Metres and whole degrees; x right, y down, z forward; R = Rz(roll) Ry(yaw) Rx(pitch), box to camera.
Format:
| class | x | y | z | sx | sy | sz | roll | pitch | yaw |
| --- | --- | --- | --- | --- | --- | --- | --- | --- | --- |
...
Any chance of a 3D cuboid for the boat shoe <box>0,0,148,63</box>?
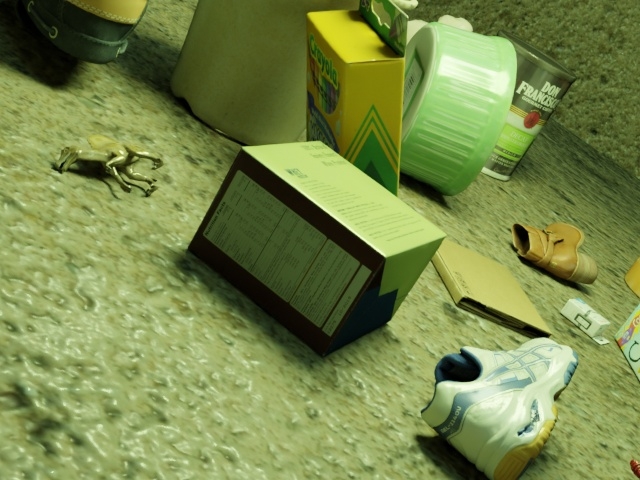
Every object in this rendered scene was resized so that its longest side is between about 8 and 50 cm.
| class | x | y | z | sx | sy | sz | roll | pitch | yaw |
| --- | --- | --- | --- | --- | --- | --- | --- | --- | --- |
| boat shoe | -0.373 | -0.365 | 1.516 | 0.186 | 0.156 | 0.500 | 14 | 14 | -29 |

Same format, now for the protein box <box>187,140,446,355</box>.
| class | x | y | z | sx | sy | sz | roll | pitch | yaw |
| --- | --- | --- | --- | --- | --- | --- | --- | --- | --- |
| protein box | 0.000 | 0.000 | 1.183 | 0.201 | 0.136 | 0.200 | 38 | 21 | 16 |

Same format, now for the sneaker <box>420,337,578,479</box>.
| class | x | y | z | sx | sy | sz | roll | pitch | yaw |
| --- | --- | --- | --- | --- | --- | --- | --- | --- | --- |
| sneaker | 0.197 | 0.152 | 1.144 | 0.131 | 0.112 | 0.296 | 34 | 19 | 9 |

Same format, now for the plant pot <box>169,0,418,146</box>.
| class | x | y | z | sx | sy | sz | roll | pitch | yaw |
| --- | --- | --- | --- | --- | --- | --- | --- | --- | --- |
| plant pot | -0.071 | -0.320 | 1.607 | 0.334 | 0.305 | 0.334 | 28 | 20 | -11 |

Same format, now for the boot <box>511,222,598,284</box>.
| class | x | y | z | sx | sy | sz | roll | pitch | yaw |
| --- | --- | --- | --- | --- | --- | --- | --- | --- | --- |
| boot | 0.411 | 0.000 | 1.902 | 0.152 | 0.073 | 0.197 | 20 | 19 | -19 |

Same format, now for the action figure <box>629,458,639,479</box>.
| class | x | y | z | sx | sy | sz | roll | pitch | yaw |
| --- | --- | --- | --- | --- | --- | --- | --- | --- | --- |
| action figure | 0.398 | 0.266 | 1.186 | 0.280 | 0.091 | 0.139 | 8 | 39 | -49 |

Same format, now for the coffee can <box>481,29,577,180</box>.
| class | x | y | z | sx | sy | sz | roll | pitch | yaw |
| --- | --- | --- | --- | --- | --- | --- | --- | --- | --- |
| coffee can | 0.413 | -0.301 | 2.329 | 0.201 | 0.275 | 0.201 | 27 | 20 | -11 |

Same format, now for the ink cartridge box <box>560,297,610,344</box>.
| class | x | y | z | sx | sy | sz | roll | pitch | yaw |
| --- | --- | --- | --- | --- | --- | --- | --- | --- | --- |
| ink cartridge box | 0.434 | 0.130 | 1.675 | 0.083 | 0.028 | 0.048 | 42 | 22 | 26 |

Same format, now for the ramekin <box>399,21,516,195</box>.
| class | x | y | z | sx | sy | sz | roll | pitch | yaw |
| --- | --- | --- | --- | --- | --- | --- | --- | --- | --- |
| ramekin | 0.216 | -0.245 | 1.884 | 0.148 | 0.303 | 0.303 | 18 | 22 | -14 |

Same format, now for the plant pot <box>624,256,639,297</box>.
| class | x | y | z | sx | sy | sz | roll | pitch | yaw |
| --- | --- | --- | --- | --- | --- | --- | --- | --- | --- |
| plant pot | 0.750 | 0.058 | 2.083 | 0.205 | 0.188 | 0.205 | 28 | 20 | -11 |

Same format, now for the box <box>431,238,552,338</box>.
| class | x | y | z | sx | sy | sz | roll | pitch | yaw |
| --- | --- | --- | --- | --- | --- | --- | --- | --- | --- |
| box | 0.246 | 0.067 | 1.561 | 0.164 | 0.021 | 0.201 | 23 | 20 | -21 |

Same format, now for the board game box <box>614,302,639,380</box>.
| class | x | y | z | sx | sy | sz | roll | pitch | yaw |
| --- | --- | --- | --- | --- | --- | --- | --- | --- | --- |
| board game box | 0.580 | 0.187 | 1.582 | 0.144 | 0.142 | 0.275 | 27 | 20 | -12 |

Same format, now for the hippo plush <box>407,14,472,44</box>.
| class | x | y | z | sx | sy | sz | roll | pitch | yaw |
| --- | --- | --- | --- | --- | --- | --- | --- | --- | --- |
| hippo plush | 0.232 | -0.339 | 2.153 | 0.294 | 0.234 | 0.236 | 48 | 1 | -20 |

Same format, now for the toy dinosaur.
| class | x | y | z | sx | sy | sz | roll | pitch | yaw |
| --- | --- | --- | --- | --- | --- | --- | --- | --- | --- |
| toy dinosaur | -0.226 | -0.098 | 1.213 | 0.092 | 0.053 | 0.183 | 36 | 20 | 16 |

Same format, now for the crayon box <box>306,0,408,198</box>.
| class | x | y | z | sx | sy | sz | roll | pitch | yaw |
| --- | --- | --- | --- | --- | --- | --- | --- | --- | --- |
| crayon box | 0.041 | -0.175 | 1.405 | 0.083 | 0.323 | 0.203 | -6 | 31 | -13 |
